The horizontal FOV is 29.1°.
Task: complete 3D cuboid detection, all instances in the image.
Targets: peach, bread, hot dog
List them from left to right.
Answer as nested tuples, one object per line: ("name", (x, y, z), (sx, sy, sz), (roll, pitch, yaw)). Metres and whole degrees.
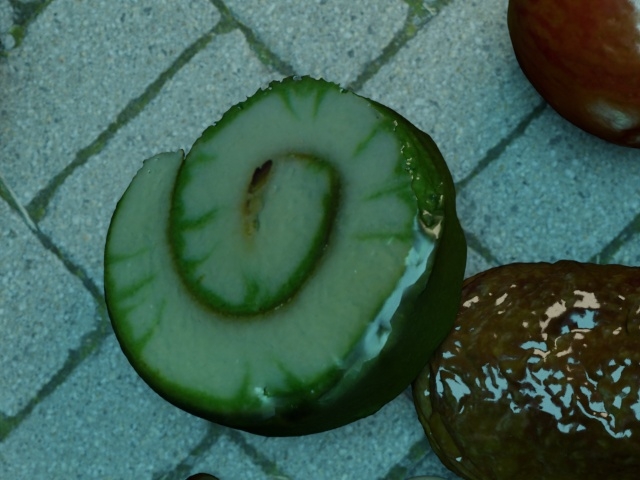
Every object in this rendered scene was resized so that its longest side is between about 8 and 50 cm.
("bread", (-0.044, 0.013, 1.267), (0.382, 0.129, 0.366), (18, 83, 28))
("hot dog", (0.287, 0.149, 1.248), (0.388, 0.174, 0.266), (2, 77, 17))
("peach", (0.332, -0.232, 1.273), (0.281, 0.238, 0.281), (-4, 58, 6))

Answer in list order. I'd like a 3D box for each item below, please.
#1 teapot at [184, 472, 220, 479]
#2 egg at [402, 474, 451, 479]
("teapot", (-0.104, 0.362, 1.264), (0.178, 0.135, 0.252), (-28, 54, 32))
("egg", (0.082, 0.360, 1.213), (0.183, 0.183, 0.264), (18, 74, 7))
